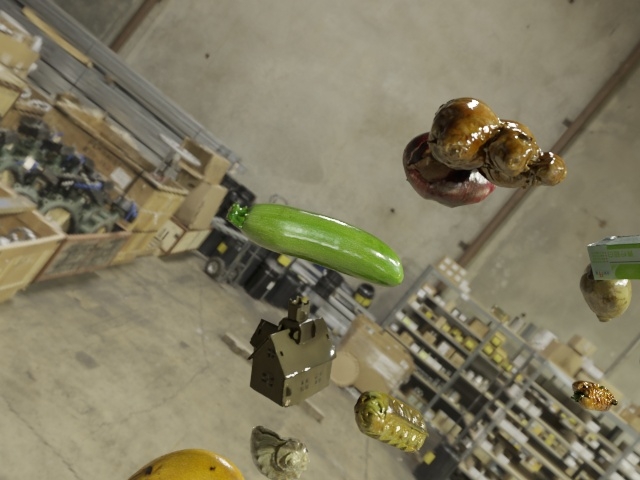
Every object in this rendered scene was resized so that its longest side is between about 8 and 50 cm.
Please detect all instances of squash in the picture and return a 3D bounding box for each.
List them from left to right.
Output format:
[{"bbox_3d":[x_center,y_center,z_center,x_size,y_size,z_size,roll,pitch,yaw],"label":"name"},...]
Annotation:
[{"bbox_3d":[0.000,0.000,1.259,0.395,0.107,0.107,19,9,-12],"label":"squash"}]

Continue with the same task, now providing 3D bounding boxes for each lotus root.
[{"bbox_3d":[0.762,0.137,1.631,0.138,0.138,0.214,43,-14,45],"label":"lotus root"}]

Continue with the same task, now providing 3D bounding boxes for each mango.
[{"bbox_3d":[-0.258,0.467,1.113,0.109,0.262,0.157,61,9,-71],"label":"mango"}]

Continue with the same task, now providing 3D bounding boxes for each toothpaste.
[{"bbox_3d":[0.680,0.029,1.181,0.336,0.067,0.081,-7,-81,63],"label":"toothpaste"}]

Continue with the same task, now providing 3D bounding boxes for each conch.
[{"bbox_3d":[-0.114,0.526,1.547,0.207,0.130,0.155,-1,-71,66],"label":"conch"}]

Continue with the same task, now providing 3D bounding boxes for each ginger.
[{"bbox_3d":[0.371,-0.197,1.331,0.358,0.152,0.274,13,29,-35],"label":"ginger"}]

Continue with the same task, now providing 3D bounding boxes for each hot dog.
[{"bbox_3d":[0.679,0.384,1.516,0.188,0.055,0.072,20,46,-43],"label":"hot dog"}]

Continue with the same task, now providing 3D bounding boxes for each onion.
[{"bbox_3d":[0.350,-0.217,1.634,0.272,0.195,0.272,5,36,-3],"label":"onion"}]

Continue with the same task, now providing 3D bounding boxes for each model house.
[{"bbox_3d":[-0.084,0.258,1.578,0.204,0.243,0.211,18,18,35],"label":"model house"}]

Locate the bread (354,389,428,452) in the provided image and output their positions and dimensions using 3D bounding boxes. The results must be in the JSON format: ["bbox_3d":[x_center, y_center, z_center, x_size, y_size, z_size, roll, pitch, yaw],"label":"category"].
[{"bbox_3d":[0.154,0.396,1.335,0.087,0.098,0.269,24,-11,38],"label":"bread"}]
